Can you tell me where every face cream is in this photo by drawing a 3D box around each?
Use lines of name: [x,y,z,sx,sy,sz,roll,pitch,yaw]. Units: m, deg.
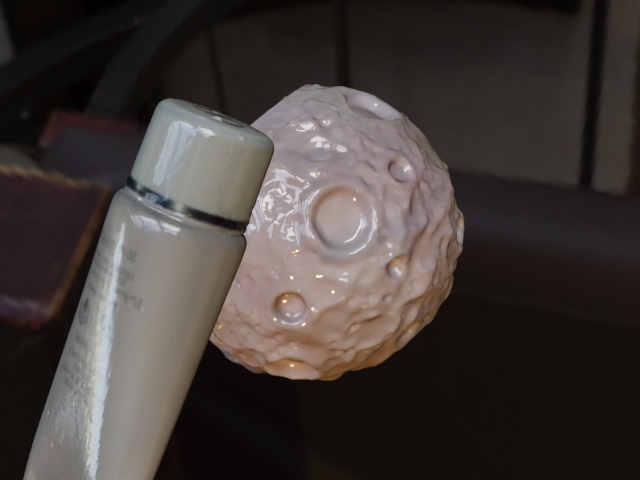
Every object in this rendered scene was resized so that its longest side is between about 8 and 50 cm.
face cream: [-0.121,0.065,1.197,0.089,0.314,0.143,17,-170,-37]

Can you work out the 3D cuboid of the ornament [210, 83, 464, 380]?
ornament: [0.000,0.000,1.588,0.225,0.259,0.259,51,137,-2]
